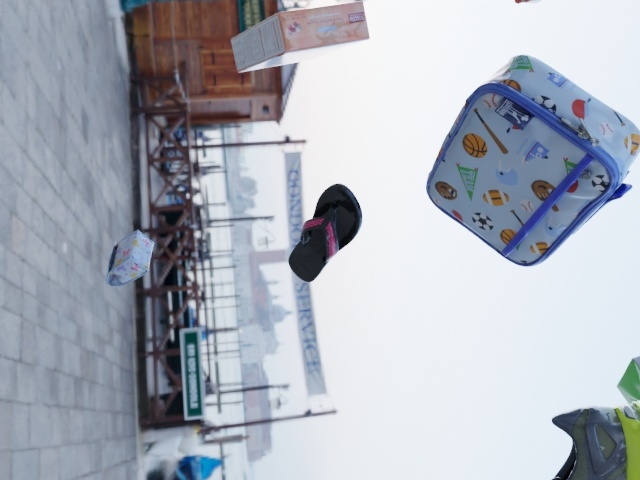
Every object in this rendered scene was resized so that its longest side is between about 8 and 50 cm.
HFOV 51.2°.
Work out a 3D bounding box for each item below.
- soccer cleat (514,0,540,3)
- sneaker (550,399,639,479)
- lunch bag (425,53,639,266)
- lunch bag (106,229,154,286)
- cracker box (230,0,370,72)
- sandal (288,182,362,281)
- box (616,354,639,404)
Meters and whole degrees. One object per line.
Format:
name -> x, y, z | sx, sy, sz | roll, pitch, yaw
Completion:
soccer cleat -> 0.278, -0.367, 0.902 | 0.068, 0.076, 0.196 | 62, 9, -23
sneaker -> 0.321, 0.332, 0.771 | 0.111, 0.121, 0.300 | 36, 57, -72
lunch bag -> 0.296, -0.101, 0.955 | 0.243, 0.115, 0.303 | 40, -28, 11
lunch bag -> -0.331, 0.033, 1.134 | 0.053, 0.083, 0.071 | 42, 32, -35
cracker box -> -0.041, -0.346, 1.144 | 0.232, 0.155, 0.067 | 13, -63, 63
sandal -> 0.000, 0.000, 0.876 | 0.067, 0.040, 0.179 | 42, -47, 11
box -> 0.605, 0.246, 0.937 | 0.127, 0.231, 0.262 | 74, -10, -57
